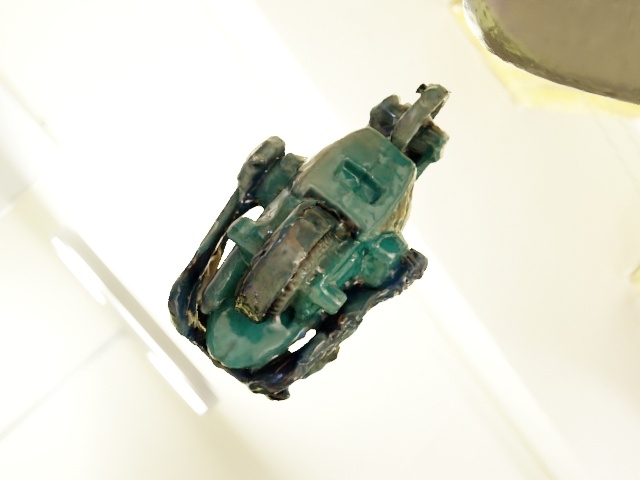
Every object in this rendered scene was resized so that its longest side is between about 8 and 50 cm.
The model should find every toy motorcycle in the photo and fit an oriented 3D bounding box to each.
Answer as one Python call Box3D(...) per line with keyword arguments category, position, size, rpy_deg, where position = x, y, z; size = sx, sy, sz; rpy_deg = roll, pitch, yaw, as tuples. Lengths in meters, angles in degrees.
Box3D(category="toy motorcycle", position=(0.000, 0.000, 1.003), size=(0.154, 0.260, 0.206), rpy_deg=(37, -40, 6))

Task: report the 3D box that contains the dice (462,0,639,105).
Box3D(category="dice", position=(0.189, -0.188, 0.743), size=(0.192, 0.193, 0.194), rpy_deg=(16, -65, 12))
